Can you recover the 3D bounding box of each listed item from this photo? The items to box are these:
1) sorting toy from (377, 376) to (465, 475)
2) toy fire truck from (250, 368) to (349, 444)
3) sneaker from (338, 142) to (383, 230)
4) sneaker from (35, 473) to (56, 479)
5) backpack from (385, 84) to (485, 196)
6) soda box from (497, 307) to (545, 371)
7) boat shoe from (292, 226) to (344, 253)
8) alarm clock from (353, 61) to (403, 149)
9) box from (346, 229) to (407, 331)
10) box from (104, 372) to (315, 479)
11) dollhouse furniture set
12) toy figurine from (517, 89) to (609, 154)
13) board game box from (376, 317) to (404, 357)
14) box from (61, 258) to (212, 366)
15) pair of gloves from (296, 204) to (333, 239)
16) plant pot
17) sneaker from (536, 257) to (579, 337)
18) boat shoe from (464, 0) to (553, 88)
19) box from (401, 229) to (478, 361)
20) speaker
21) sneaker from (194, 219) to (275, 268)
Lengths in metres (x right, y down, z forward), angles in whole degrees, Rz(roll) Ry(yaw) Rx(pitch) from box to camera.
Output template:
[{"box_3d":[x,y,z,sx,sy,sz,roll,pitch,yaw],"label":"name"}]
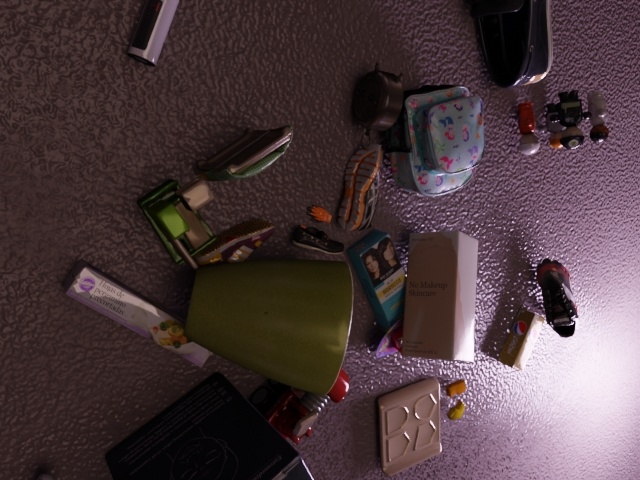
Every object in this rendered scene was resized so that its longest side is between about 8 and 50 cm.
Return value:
[{"box_3d":[0.289,0.508,1.644,0.307,0.041,0.229,-11,102,-29],"label":"sorting toy"},{"box_3d":[-0.026,0.355,1.291,0.217,0.246,0.159,-45,120,-15],"label":"toy fire truck"},{"box_3d":[0.106,-0.124,1.374,0.083,0.084,0.215,11,98,-46],"label":"sneaker"},{"box_3d":[-0.489,0.559,1.143,0.151,0.094,0.256,-1,111,-25],"label":"sneaker"},{"box_3d":[0.277,-0.235,1.392,0.225,0.191,0.254,-17,114,-28],"label":"backpack"},{"box_3d":[0.618,0.306,1.781,0.058,0.061,0.182,25,87,-33],"label":"soda box"},{"box_3d":[0.001,0.001,1.335,0.132,0.049,0.042,14,107,-27],"label":"boat shoe"},{"box_3d":[0.121,-0.299,1.313,0.064,0.129,0.192,-1,117,-30],"label":"alarm clock"},{"box_3d":[0.162,0.102,1.460,0.100,0.060,0.244,-35,117,-20],"label":"box"},{"box_3d":[-0.201,0.487,1.126,0.293,0.395,0.212,-35,116,-20],"label":"box"},{"box_3d":[-0.177,-0.085,1.132,0.301,0.197,0.151,-38,116,-18],"label":"dollhouse furniture set"},{"box_3d":[0.665,-0.317,1.586,0.209,0.213,0.148,-8,93,-34],"label":"toy figurine"},{"box_3d":[0.218,0.255,1.497,0.168,0.033,0.133,-5,128,-47],"label":"board game box"},{"box_3d":[-0.352,0.151,1.156,0.324,0.067,0.063,39,80,-30],"label":"box"},{"box_3d":[-0.012,-0.038,1.354,0.074,0.010,0.083,26,87,-33],"label":"pair of gloves"},{"box_3d":[-0.116,0.151,1.159,0.293,0.275,0.275,11,95,-12],"label":"plant pot"},{"box_3d":[0.732,0.187,1.777,0.276,0.097,0.135,65,27,-25],"label":"sneaker"},{"box_3d":[0.455,-0.609,1.415,0.156,0.186,0.501,-35,122,-27],"label":"boat shoe"},{"box_3d":[0.299,0.139,1.442,0.121,0.147,0.312,18,72,-49],"label":"box"},{"box_3d":[-0.308,-0.397,1.070,0.055,0.055,0.136,21,90,-33],"label":"speaker"},{"box_3d":[-0.177,0.023,1.240,0.185,0.069,0.084,-25,121,-18],"label":"sneaker"}]
